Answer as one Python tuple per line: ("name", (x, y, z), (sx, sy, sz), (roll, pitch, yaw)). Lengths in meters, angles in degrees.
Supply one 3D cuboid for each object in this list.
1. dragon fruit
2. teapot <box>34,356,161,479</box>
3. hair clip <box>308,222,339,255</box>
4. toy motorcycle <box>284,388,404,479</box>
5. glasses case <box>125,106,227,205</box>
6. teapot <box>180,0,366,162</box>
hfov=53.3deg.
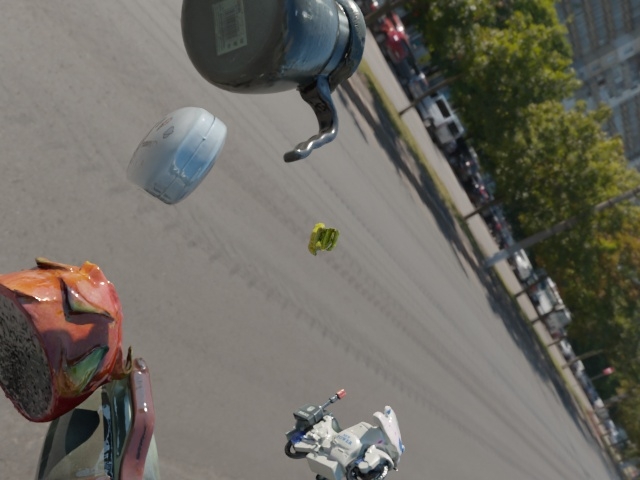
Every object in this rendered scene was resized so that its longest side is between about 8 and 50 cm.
("dragon fruit", (-0.470, 0.161, 1.145), (0.189, 0.290, 0.290), (-26, 89, -50))
("teapot", (-0.408, 0.393, 1.223), (0.233, 0.315, 0.312), (21, 36, -35))
("hair clip", (0.000, 0.000, 1.327), (0.046, 0.072, 0.173), (18, 0, -6))
("toy motorcycle", (0.044, 0.318, 1.017), (0.150, 0.221, 0.102), (-34, 114, -36))
("glasses case", (-0.112, -0.063, 0.480), (0.045, 0.067, 0.178), (36, -7, -21))
("teapot", (-0.030, -0.301, 1.000), (0.285, 0.223, 0.305), (-8, 60, -57))
